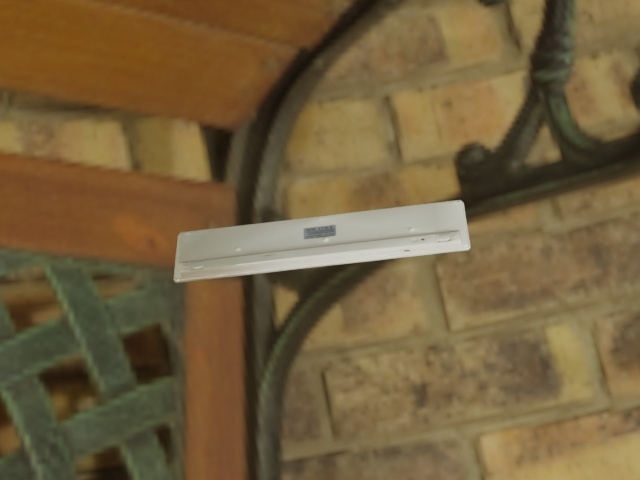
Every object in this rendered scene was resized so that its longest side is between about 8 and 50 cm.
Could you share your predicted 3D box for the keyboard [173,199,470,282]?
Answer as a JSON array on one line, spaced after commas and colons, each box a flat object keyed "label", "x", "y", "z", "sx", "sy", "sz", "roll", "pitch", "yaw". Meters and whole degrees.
[{"label": "keyboard", "x": 0.000, "y": 0.000, "z": 1.405, "sx": 0.256, "sy": 0.072, "sz": 0.014, "roll": -6, "pitch": 120, "yaw": 4}]
